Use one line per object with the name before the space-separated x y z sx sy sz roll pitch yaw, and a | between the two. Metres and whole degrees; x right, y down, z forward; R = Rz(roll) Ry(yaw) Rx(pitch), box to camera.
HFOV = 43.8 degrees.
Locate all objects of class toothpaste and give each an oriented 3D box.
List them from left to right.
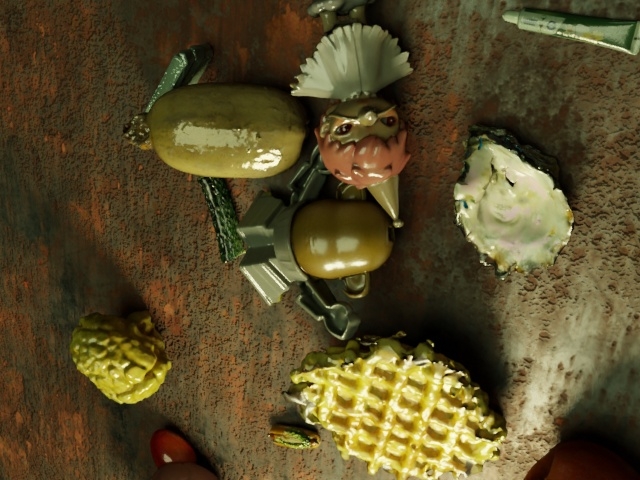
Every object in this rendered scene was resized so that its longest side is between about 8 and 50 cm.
toothpaste | 0.367 -0.314 1.170 0.204 0.031 0.049 17 120 22

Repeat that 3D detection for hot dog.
hot dog | -0.059 0.429 1.726 0.133 0.041 0.056 -1 110 30

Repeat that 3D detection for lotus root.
lotus root | -0.189 -0.198 1.420 0.342 0.151 0.169 2 93 2

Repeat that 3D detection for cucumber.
cucumber | -0.197 -0.051 1.598 0.058 0.058 0.187 -7 105 32

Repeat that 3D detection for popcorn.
popcorn | -0.439 0.242 1.775 0.226 0.203 0.200 17 144 36

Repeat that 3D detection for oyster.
oyster | 0.296 -0.066 1.286 0.198 0.092 0.260 -28 104 36

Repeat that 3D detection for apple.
apple | 0.446 0.454 1.338 0.201 0.218 0.218 41 125 7

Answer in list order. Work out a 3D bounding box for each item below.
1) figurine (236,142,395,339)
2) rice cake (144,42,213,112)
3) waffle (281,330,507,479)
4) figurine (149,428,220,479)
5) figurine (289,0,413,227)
figurine | -0.001 0.001 1.434 0.284 0.167 0.343 -9 105 34
rice cake | -0.274 -0.281 1.508 0.038 0.124 0.211 38 119 2
waffle | 0.143 0.311 1.468 0.379 0.095 0.382 -17 125 36
figurine | -0.319 0.624 1.875 0.211 0.261 0.270 6 115 -2
figurine | 0.066 -0.201 1.298 0.207 0.166 0.387 -12 100 -10
